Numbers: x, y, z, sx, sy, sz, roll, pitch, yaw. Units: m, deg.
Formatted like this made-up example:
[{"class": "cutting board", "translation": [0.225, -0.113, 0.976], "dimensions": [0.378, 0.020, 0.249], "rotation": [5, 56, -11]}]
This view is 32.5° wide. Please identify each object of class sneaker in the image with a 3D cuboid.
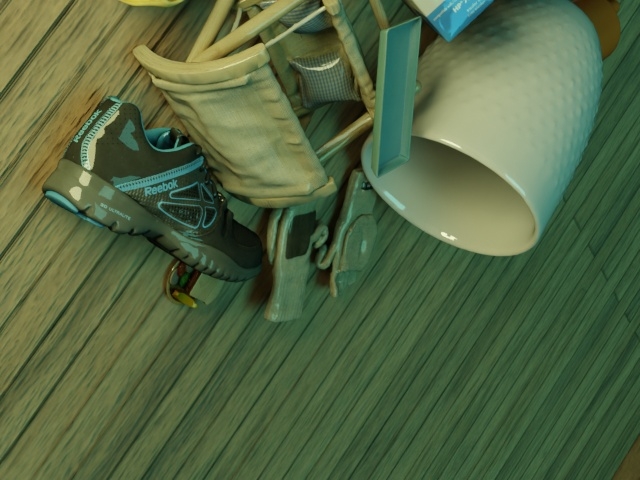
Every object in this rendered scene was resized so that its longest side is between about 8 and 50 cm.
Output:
[{"class": "sneaker", "translation": [-0.159, -0.049, 1.281], "dimensions": [0.341, 0.125, 0.139], "rotation": [30, 86, -55]}]

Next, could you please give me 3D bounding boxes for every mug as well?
[{"class": "mug", "translation": [0.257, -0.166, 1.608], "dimensions": [0.328, 0.276, 0.374], "rotation": [-58, 161, -22]}]

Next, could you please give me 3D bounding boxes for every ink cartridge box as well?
[{"class": "ink cartridge box", "translation": [0.088, -0.352, 1.279], "dimensions": [0.078, 0.134, 0.231], "rotation": [-42, 121, 8]}]

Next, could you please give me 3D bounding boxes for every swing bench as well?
[{"class": "swing bench", "translation": [-0.042, -0.194, 1.295], "dimensions": [0.254, 0.165, 0.253], "rotation": [-51, 144, -15]}]

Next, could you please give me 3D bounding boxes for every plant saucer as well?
[{"class": "plant saucer", "translation": [0.088, -0.171, 1.316], "dimensions": [0.067, 0.018, 0.192], "rotation": [-30, 135, -41]}]

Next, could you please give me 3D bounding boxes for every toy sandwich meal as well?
[{"class": "toy sandwich meal", "translation": [-0.162, 0.053, 1.422], "dimensions": [0.085, 0.029, 0.085], "rotation": [-29, 133, -37]}]

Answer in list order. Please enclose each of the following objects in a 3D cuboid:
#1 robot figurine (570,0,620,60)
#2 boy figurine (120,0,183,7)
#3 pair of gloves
[{"class": "robot figurine", "translation": [0.396, -0.322, 1.773], "dimensions": [0.219, 0.128, 0.158], "rotation": [-34, 168, -32]}, {"class": "boy figurine", "translation": [-0.118, -0.360, 1.159], "dimensions": [0.285, 0.092, 0.177], "rotation": [-50, 145, -20]}, {"class": "pair of gloves", "translation": [0.000, 0.000, 1.576], "dimensions": [0.240, 0.042, 0.204], "rotation": [-18, 121, -50]}]
